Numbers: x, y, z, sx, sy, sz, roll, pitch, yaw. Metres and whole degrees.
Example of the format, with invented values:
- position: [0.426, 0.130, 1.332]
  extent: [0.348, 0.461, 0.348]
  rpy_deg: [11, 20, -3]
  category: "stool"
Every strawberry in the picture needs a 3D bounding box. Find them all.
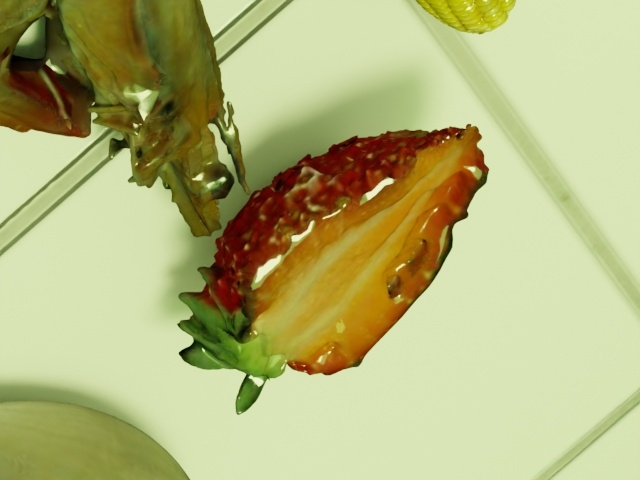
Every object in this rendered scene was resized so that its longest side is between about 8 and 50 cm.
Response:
- position: [-0.003, 0.002, 0.947]
  extent: [0.140, 0.085, 0.192]
  rpy_deg: [-8, 135, -34]
  category: "strawberry"

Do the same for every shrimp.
- position: [-0.121, -0.087, 0.813]
  extent: [0.152, 0.063, 0.287]
  rpy_deg: [-28, 133, -8]
  category: "shrimp"

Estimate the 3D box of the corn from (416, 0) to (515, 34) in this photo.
- position: [0.044, -0.172, 0.849]
  extent: [0.072, 0.072, 0.203]
  rpy_deg: [-42, 138, 4]
  category: "corn"

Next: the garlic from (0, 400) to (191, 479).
- position: [-0.187, 0.214, 0.980]
  extent: [0.279, 0.132, 0.325]
  rpy_deg: [-32, 142, -19]
  category: "garlic"
